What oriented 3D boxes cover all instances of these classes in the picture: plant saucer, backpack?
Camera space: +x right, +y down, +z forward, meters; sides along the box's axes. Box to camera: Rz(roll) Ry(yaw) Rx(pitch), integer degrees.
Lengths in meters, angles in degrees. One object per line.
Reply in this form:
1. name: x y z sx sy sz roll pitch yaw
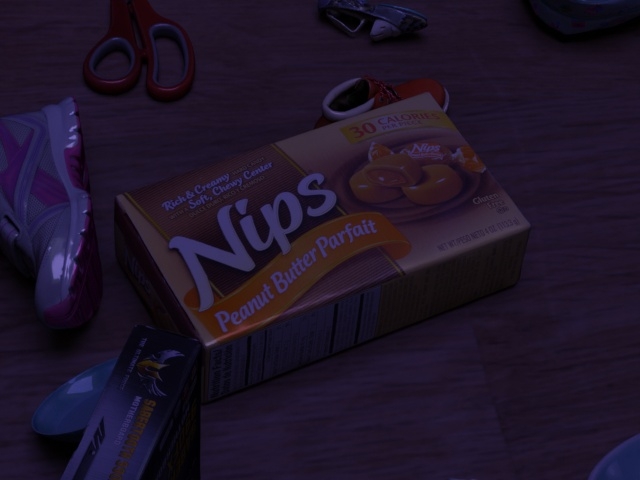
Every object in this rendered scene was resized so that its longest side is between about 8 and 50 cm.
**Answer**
1. plant saucer: -0.176 0.131 1.527 0.119 0.021 0.119 -21 19 8
2. backpack: 0.288 -0.286 1.899 0.182 0.115 0.152 -26 58 -21

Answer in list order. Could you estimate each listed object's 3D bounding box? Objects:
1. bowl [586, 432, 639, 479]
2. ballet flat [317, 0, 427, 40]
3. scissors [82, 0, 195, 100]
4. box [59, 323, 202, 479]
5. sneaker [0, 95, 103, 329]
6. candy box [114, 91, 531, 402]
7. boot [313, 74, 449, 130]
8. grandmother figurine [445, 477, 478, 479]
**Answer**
1. bowl: 0.350 0.247 1.363 0.311 0.163 0.311 -6 17 2
2. ballet flat: 0.049 -0.220 1.877 0.114 0.041 0.041 19 50 12
3. scissors: -0.186 -0.246 1.891 0.109 0.021 0.297 -4 48 -5
4. box: -0.150 0.206 1.389 0.056 0.183 0.231 15 49 10
5. sneaker: -0.252 -0.018 1.639 0.111 0.103 0.252 -8 44 -6
6. candy box: 0.000 0.000 1.643 0.316 0.088 0.183 -20 54 -20
7. boot: 0.060 -0.124 1.760 0.158 0.085 0.059 -28 55 -28
8. grandmother figurine: 0.166 0.315 1.371 0.207 0.104 0.342 6 40 -43
